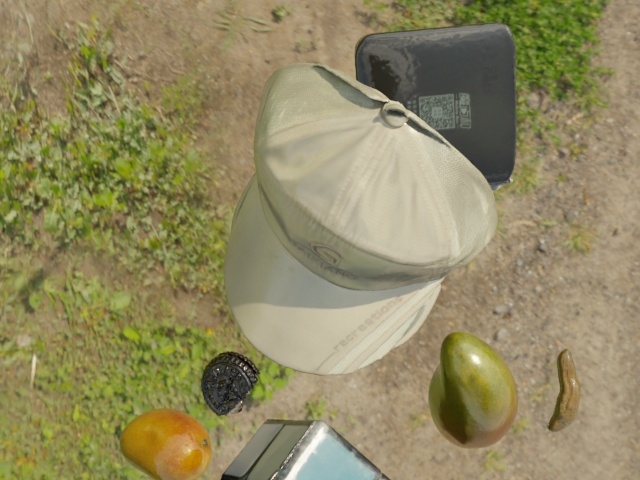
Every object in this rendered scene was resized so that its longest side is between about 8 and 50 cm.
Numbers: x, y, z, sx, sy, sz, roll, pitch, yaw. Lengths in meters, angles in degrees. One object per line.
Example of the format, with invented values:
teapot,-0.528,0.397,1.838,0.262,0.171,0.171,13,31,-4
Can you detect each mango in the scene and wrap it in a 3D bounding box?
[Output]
mango,0.229,0.232,1.186,0.129,0.146,0.289,-14,157,1
mango,-0.330,0.433,1.681,0.151,0.221,0.120,-65,149,-10

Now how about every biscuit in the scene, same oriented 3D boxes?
biscuit,-0.113,0.183,0.998,0.027,0.089,0.087,-23,108,-59

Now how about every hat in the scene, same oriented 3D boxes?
hat,0.000,0.000,0.603,0.220,0.164,0.225,32,96,8

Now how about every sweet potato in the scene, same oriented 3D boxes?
sweet potato,0.519,0.316,1.654,0.053,0.054,0.182,2,96,-22

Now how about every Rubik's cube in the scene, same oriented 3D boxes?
Rubik's cube,-0.036,0.536,1.427,0.318,0.313,0.316,44,65,-9

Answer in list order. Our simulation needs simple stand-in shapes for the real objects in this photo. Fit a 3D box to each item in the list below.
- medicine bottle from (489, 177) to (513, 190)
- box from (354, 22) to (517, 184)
medicine bottle,0.428,-0.158,2.023,0.058,0.199,0.057,-4,99,-25
box,0.207,-0.234,1.417,0.289,0.073,0.289,-5,107,0
